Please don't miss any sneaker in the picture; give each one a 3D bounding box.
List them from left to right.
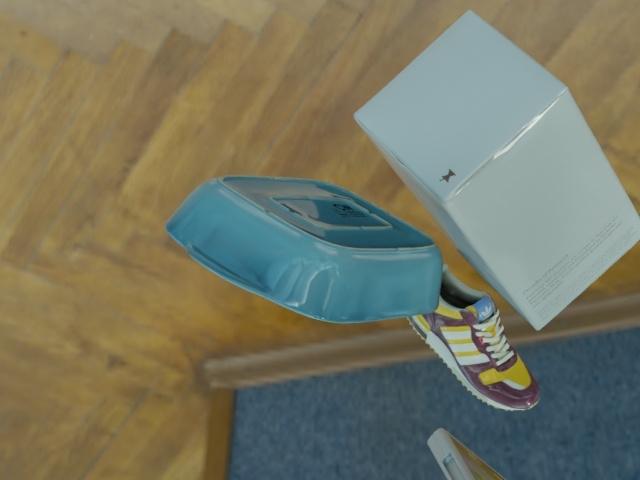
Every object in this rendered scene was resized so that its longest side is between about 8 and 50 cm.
[{"bbox_3d":[0.177,0.108,1.581,0.185,0.069,0.084,41,136,12],"label":"sneaker"}]

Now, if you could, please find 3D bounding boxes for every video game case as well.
[{"bbox_3d":[0.296,0.406,1.879,0.329,0.300,0.036,40,96,-16],"label":"video game case"}]

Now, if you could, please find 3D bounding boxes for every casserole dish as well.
[{"bbox_3d":[0.000,0.000,0.754,0.114,0.188,0.037,31,104,25],"label":"casserole dish"}]

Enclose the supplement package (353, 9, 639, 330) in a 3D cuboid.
[{"bbox_3d":[0.121,-0.042,0.934,0.105,0.105,0.179,-42,140,1],"label":"supplement package"}]
